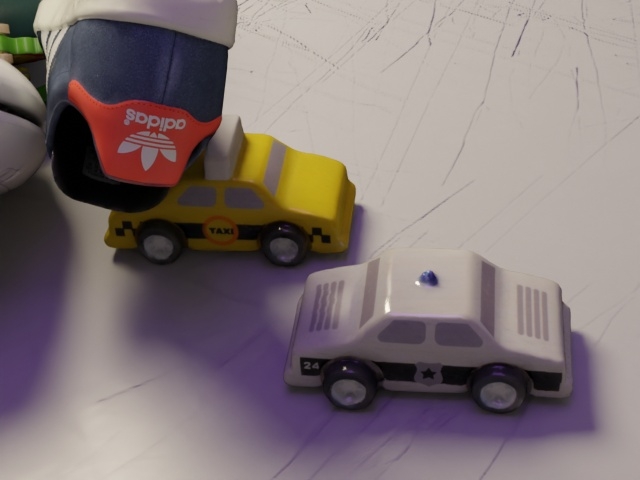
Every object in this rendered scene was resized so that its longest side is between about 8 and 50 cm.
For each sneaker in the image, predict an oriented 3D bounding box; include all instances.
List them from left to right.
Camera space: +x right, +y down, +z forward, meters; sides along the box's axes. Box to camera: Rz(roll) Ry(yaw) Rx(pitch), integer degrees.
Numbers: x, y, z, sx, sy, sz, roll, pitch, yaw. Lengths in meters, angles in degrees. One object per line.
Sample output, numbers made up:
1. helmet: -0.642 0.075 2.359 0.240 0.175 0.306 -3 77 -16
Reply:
1. sneaker: -0.152 -0.098 0.853 0.131 0.148 0.350 10 1 -15

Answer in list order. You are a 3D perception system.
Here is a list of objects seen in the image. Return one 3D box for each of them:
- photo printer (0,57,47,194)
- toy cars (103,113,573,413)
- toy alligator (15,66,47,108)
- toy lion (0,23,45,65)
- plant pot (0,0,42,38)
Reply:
1. photo printer: -0.358 -0.084 0.844 0.307 0.107 0.256 -2 -2 -1
2. toy cars: 0.000 0.000 0.810 0.176 0.087 0.393 -32 46 -30
3. toy alligator: -0.302 -0.103 1.009 0.189 0.056 0.051 -20 -4 -7
4. toy lion: -0.281 -0.157 0.977 0.100 0.034 0.096 -7 3 6
5. plant pot: -0.366 -0.285 1.018 0.293 0.293 0.235 18 35 26
